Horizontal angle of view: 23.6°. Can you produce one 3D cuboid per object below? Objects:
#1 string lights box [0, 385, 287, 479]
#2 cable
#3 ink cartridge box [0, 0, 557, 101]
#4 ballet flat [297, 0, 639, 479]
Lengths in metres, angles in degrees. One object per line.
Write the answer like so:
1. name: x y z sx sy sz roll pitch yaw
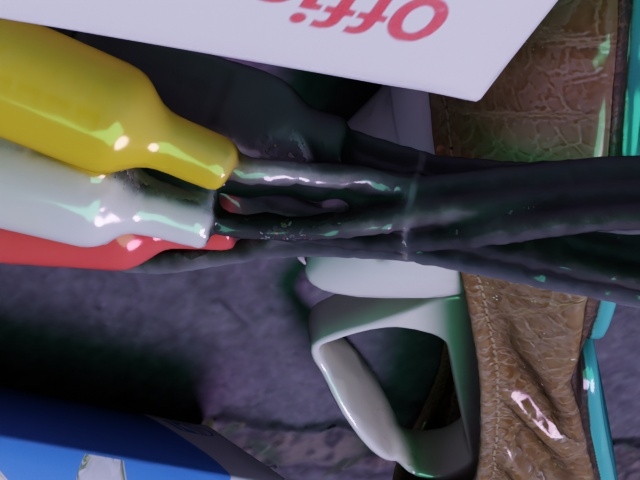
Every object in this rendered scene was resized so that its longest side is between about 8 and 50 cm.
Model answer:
1. string lights box: -0.148 0.117 0.543 0.259 0.077 0.133 17 94 -39
2. cable: 0.000 0.000 0.457 0.287 0.072 0.139 17 151 4
3. ink cartridge box: -0.004 -0.149 0.301 0.207 0.119 0.353 4 137 -37
4. ballet flat: 0.054 0.016 0.581 0.124 0.116 0.342 -6 140 3
